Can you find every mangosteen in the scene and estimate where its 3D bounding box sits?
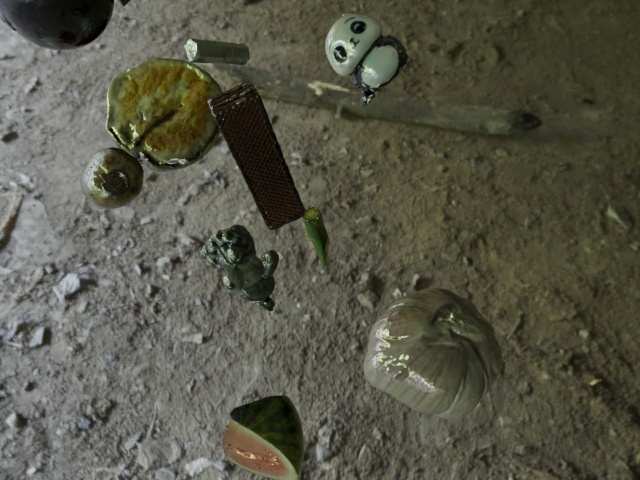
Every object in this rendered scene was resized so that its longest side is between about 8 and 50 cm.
[{"bbox_3d":[-0.543,-0.548,1.125,0.300,0.300,0.300,2,49,-3],"label":"mangosteen"}]

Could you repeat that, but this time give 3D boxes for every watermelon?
[{"bbox_3d":[-0.093,0.373,1.099,0.159,0.303,0.128,22,56,5],"label":"watermelon"}]

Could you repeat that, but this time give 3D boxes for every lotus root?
[{"bbox_3d":[-0.499,-0.149,1.339,0.145,0.128,0.260,-52,27,-9],"label":"lotus root"}]

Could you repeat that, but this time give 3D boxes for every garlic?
[{"bbox_3d":[0.261,0.252,1.275,0.317,0.259,0.317,14,45,-15],"label":"garlic"}]

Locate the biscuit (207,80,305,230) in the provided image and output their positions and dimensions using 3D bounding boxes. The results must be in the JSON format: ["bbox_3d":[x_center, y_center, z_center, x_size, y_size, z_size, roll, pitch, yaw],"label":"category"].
[{"bbox_3d":[-0.137,-0.179,1.300,0.107,0.388,0.073,-26,47,-4],"label":"biscuit"}]

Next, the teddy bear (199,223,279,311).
[{"bbox_3d":[-0.200,0.062,1.478,0.251,0.171,0.144,45,31,24],"label":"teddy bear"}]

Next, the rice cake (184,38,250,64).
[{"bbox_3d":[-0.270,-0.503,1.504,0.052,0.057,0.256,-9,10,28],"label":"rice cake"}]

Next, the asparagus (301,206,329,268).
[{"bbox_3d":[0.000,0.000,1.257,0.045,0.178,0.041,-35,48,-14],"label":"asparagus"}]

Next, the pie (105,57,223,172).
[{"bbox_3d":[-0.418,-0.339,1.513,0.339,0.077,0.339,-1,81,7],"label":"pie"}]

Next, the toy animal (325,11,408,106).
[{"bbox_3d":[0.090,-0.423,1.289,0.179,0.166,0.138,38,11,-18],"label":"toy animal"}]
